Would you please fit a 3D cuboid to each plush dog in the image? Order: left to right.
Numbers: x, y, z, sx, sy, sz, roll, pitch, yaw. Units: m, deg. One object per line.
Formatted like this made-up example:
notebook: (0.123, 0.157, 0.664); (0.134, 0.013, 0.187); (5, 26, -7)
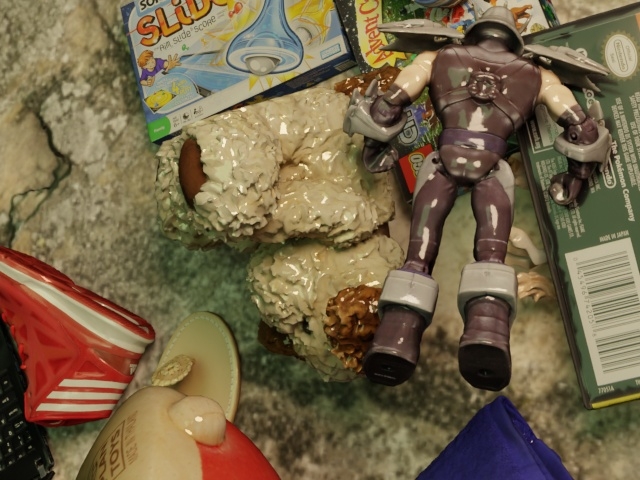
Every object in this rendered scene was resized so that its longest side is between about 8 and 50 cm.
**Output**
plush dog: (0.000, 0.000, 1.243); (0.210, 0.262, 0.225); (-19, 93, -13)

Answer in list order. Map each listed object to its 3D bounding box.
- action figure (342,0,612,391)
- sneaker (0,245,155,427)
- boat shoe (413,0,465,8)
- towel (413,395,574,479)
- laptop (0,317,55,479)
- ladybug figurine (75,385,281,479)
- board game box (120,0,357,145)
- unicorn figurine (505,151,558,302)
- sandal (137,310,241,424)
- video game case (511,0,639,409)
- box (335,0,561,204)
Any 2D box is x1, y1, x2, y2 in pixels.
action figure: (0.099, -0.043, 1.107); (0.185, 0.099, 0.285); (7, 68, 15)
sneaker: (-0.260, 0.088, 1.424); (0.221, 0.087, 0.128); (26, 92, 31)
boat shoe: (0.056, -0.253, 1.272); (0.066, 0.066, 0.183); (-35, 71, 20)
towel: (0.081, 0.286, 1.178); (0.308, 0.076, 0.227); (-46, 30, 14)
laptop: (-0.368, 0.220, 1.427); (0.234, 0.136, 0.264); (-33, 67, 19)
ladybug figurine: (-0.126, 0.309, 1.205); (0.305, 0.162, 0.449); (-100, 26, -58)
board game box: (-0.071, -0.179, 1.398); (0.201, 0.035, 0.136); (-23, 71, 23)
unicorn figurine: (0.192, -0.029, 1.212); (0.111, 0.060, 0.162); (12, 108, -2)
sandal: (-0.139, 0.172, 1.344); (0.088, 0.079, 0.240); (18, 90, 30)
video game case: (0.275, -0.041, 1.137); (0.248, 0.035, 0.275); (-15, 83, 15)
box: (0.108, -0.161, 1.292); (0.159, 0.044, 0.233); (-26, 69, 22)
